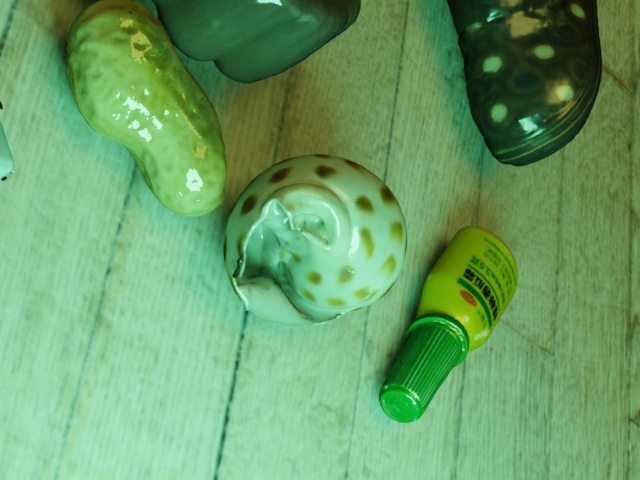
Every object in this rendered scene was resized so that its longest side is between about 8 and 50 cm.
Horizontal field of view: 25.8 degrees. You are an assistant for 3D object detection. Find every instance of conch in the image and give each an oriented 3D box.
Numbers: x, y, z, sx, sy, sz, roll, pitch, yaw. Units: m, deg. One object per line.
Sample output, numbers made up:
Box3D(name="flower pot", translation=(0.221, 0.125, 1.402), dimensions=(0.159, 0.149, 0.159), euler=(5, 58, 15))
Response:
Box3D(name="conch", translation=(0.000, 0.000, 1.467), dimensions=(0.275, 0.183, 0.149), euler=(44, 14, -46))

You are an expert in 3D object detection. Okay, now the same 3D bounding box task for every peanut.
Box3D(name="peanut", translation=(-0.170, -0.126, 1.376), dimensions=(0.236, 0.110, 0.120), euler=(62, 19, -16))

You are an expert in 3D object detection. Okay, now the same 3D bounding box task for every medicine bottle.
Box3D(name="medicine bottle", translation=(0.148, 0.100, 1.633), dimensions=(0.111, 0.076, 0.309), euler=(53, 43, -14))

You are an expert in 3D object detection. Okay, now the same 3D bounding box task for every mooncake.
Box3D(name="mooncake", translation=(-0.089, -0.304, 1.460), dimensions=(0.306, 0.154, 0.306), euler=(44, 27, -30))

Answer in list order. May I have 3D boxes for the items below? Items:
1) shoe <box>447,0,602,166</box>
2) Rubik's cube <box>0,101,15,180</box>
Box3D(name="shoe", translation=(0.257, -0.298, 1.865), dimensions=(0.237, 0.171, 0.384), euler=(44, 44, -33))
Box3D(name="Rubik's cube", translation=(-0.376, -0.083, 1.061), dimensions=(0.224, 0.213, 0.265), euler=(17, 48, -59))
